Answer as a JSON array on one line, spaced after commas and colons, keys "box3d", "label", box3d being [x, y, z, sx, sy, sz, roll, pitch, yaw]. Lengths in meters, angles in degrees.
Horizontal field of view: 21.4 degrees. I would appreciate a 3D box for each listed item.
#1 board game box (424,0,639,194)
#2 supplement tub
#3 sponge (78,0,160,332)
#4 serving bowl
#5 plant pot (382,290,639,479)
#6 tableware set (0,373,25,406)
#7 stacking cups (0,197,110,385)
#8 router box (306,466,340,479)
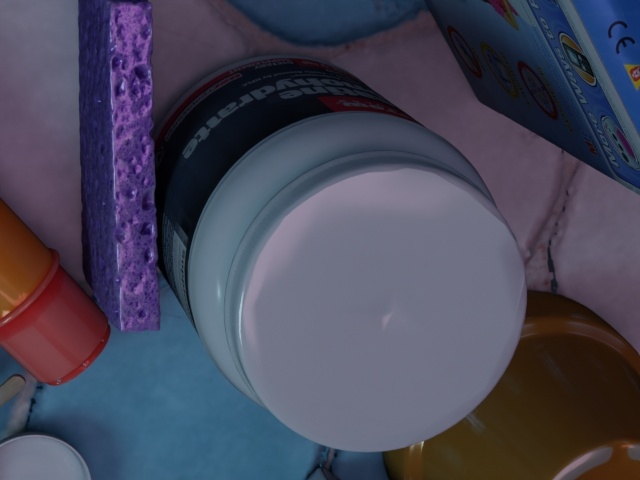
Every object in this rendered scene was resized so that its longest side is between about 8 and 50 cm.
[{"box3d": [0.115, -0.196, 1.000, 0.086, 0.302, 0.308, -33, 113, -4], "label": "board game box"}, {"box3d": [0.000, 0.000, 1.045, 0.191, 0.272, 0.191, -5, 108, -15], "label": "supplement tub"}, {"box3d": [-0.129, -0.059, 1.073, 0.031, 0.117, 0.210, -4, 108, -17], "label": "sponge"}, {"box3d": [-0.201, 0.168, 1.173, 0.083, 0.027, 0.083, -5, 109, -15], "label": "serving bowl"}, {"box3d": [0.166, 0.161, 1.189, 0.205, 0.188, 0.205, -5, 108, -14], "label": "plant pot"}, {"box3d": [-0.301, 0.123, 1.106, 0.194, 0.039, 0.128, -41, 113, 11], "label": "tableware set"}, {"box3d": [-0.251, -0.031, 1.058, 0.096, 0.096, 0.316, -42, 113, 0], "label": "stacking cups"}, {"box3d": [-0.032, 0.345, 1.113, 0.082, 0.335, 0.301, 41, 94, -23], "label": "router box"}]
